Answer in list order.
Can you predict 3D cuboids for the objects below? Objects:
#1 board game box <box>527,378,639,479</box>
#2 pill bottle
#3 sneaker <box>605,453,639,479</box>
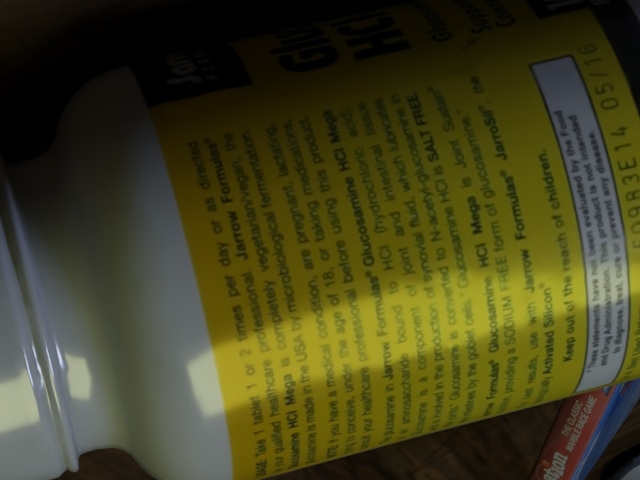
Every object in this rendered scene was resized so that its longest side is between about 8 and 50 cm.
[{"bbox_3d":[0.183,0.056,1.000,0.145,0.027,0.281,-49,163,-34],"label":"board game box"},{"bbox_3d":[0.000,0.000,0.750,0.334,0.188,0.188,-14,147,-10],"label":"pill bottle"},{"bbox_3d":[0.376,0.206,1.297,0.319,0.131,0.112,-10,145,-16],"label":"sneaker"}]
